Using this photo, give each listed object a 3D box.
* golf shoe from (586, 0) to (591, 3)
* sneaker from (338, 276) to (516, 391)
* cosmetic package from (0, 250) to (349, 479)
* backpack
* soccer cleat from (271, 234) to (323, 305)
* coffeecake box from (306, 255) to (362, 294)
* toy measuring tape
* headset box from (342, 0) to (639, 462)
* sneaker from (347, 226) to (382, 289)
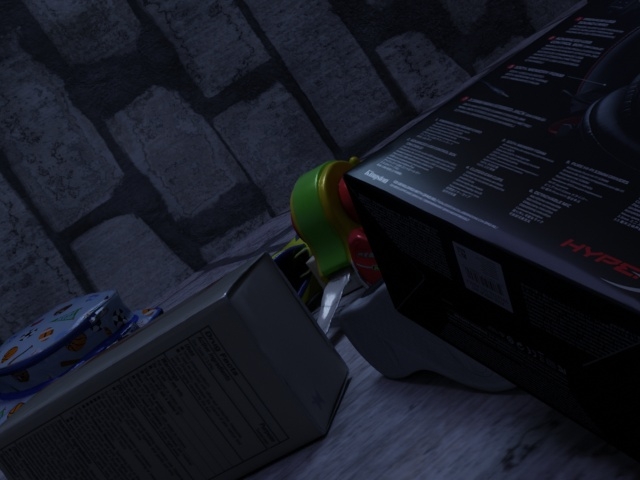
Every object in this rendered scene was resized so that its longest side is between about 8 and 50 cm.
[{"bbox_3d":[0.455,-0.270,1.269,0.105,0.120,0.273,-23,34,27],"label":"golf shoe"},{"bbox_3d":[0.119,0.030,0.682,0.147,0.105,0.295,-41,5,-17],"label":"sneaker"},{"bbox_3d":[-0.140,0.155,0.835,0.296,0.153,0.129,-30,9,20],"label":"cosmetic package"},{"bbox_3d":[-0.334,0.203,1.223,0.276,0.213,0.263,-22,24,47],"label":"backpack"},{"bbox_3d":[-0.015,0.029,1.291,0.289,0.093,0.121,-48,-4,-39],"label":"soccer cleat"},{"bbox_3d":[0.092,-0.009,1.218,0.185,0.068,0.142,-29,10,34],"label":"coffeecake box"},{"bbox_3d":[0.000,0.000,1.067,0.121,0.121,0.330,-28,25,39],"label":"toy measuring tape"},{"bbox_3d":[0.197,-0.043,0.483,0.293,0.110,0.218,-36,36,-19],"label":"headset box"},{"bbox_3d":[0.149,-0.035,0.933,0.279,0.118,0.107,-32,8,16],"label":"sneaker"}]
